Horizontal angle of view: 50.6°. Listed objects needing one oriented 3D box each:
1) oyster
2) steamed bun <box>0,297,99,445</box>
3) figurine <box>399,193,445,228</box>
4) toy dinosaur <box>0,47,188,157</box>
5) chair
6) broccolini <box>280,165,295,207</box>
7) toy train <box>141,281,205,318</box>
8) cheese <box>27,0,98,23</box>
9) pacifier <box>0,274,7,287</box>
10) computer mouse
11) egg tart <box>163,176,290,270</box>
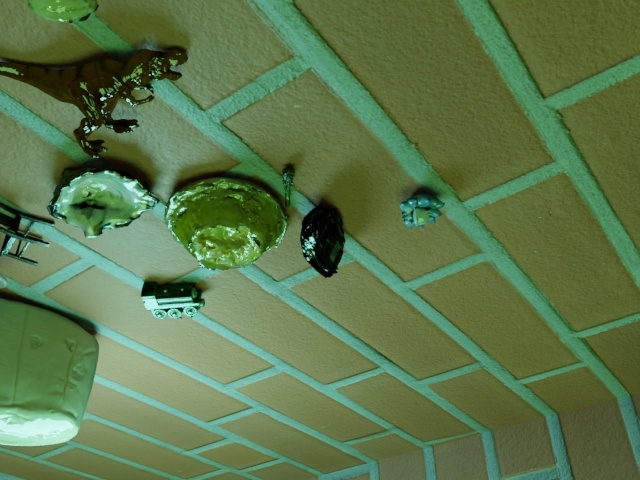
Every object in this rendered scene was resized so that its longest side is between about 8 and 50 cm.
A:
[{"bbox_3d":[-0.510,-0.090,1.562,0.259,0.092,0.198,-29,136,19],"label":"oyster"},{"bbox_3d":[-0.901,0.396,1.952,0.456,0.371,0.290,30,134,-30],"label":"steamed bun"},{"bbox_3d":[0.246,-0.072,1.613,0.114,0.079,0.114,1,137,1],"label":"figurine"},{"bbox_3d":[-0.458,-0.272,1.312,0.432,0.097,0.208,-7,129,1],"label":"toy dinosaur"},{"bbox_3d":[-0.768,-0.028,1.634,0.212,0.084,0.101,23,133,-29],"label":"chair"},{"bbox_3d":[-0.072,-0.119,1.575,0.030,0.035,0.140,-36,154,-24],"label":"broccolini"},{"bbox_3d":[-0.416,0.167,1.917,0.170,0.071,0.111,-5,136,4],"label":"toy train"},{"bbox_3d":[-0.428,-0.444,1.084,0.123,0.094,0.167,3,142,-4],"label":"cheese"},{"bbox_3d":[-0.946,0.075,1.660,0.332,0.273,0.220,26,119,-32],"label":"pacifier"},{"bbox_3d":[0.000,0.000,1.671,0.077,0.146,0.242,14,151,27],"label":"computer mouse"},{"bbox_3d":[-0.230,-0.022,1.630,0.315,0.120,0.315,-1,142,-1],"label":"egg tart"}]
